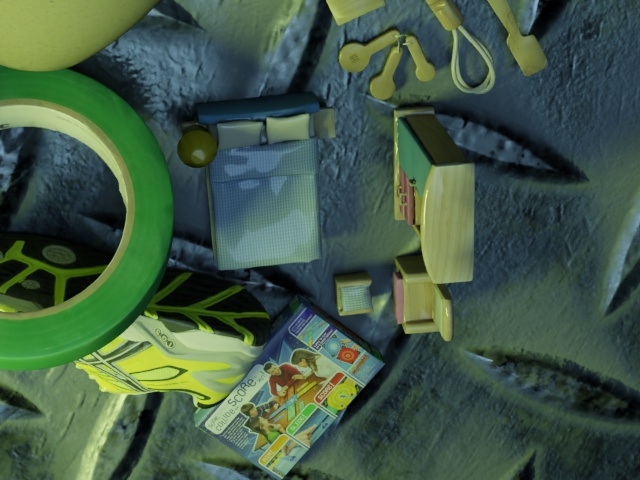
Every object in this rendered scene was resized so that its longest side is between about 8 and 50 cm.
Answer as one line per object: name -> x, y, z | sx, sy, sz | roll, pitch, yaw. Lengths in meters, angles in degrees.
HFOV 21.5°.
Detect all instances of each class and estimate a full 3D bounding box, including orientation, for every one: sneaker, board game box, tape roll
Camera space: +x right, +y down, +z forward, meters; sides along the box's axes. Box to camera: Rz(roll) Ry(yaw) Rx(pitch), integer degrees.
sneaker -> -0.256, 0.103, 1.908 | 0.384, 0.145, 0.147 | 16, 120, -10
board game box -> -0.038, 0.179, 2.033 | 0.136, 0.035, 0.201 | 37, 102, -22
tape roll -> -0.315, -0.025, 1.782 | 0.321, 0.077, 0.321 | 2, 76, -6

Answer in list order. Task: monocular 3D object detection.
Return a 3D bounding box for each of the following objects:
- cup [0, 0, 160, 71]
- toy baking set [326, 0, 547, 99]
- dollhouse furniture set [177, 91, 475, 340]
cup -> -0.275, -0.309, 1.663 | 0.331, 0.331, 0.237 | 12, 135, -14
toy baking set -> 0.128, -0.253, 1.887 | 0.256, 0.030, 0.197 | -2, 119, -3
dollhouse furniture set -> 0.000, 0.000, 1.876 | 0.303, 0.198, 0.286 | -5, 113, -8
